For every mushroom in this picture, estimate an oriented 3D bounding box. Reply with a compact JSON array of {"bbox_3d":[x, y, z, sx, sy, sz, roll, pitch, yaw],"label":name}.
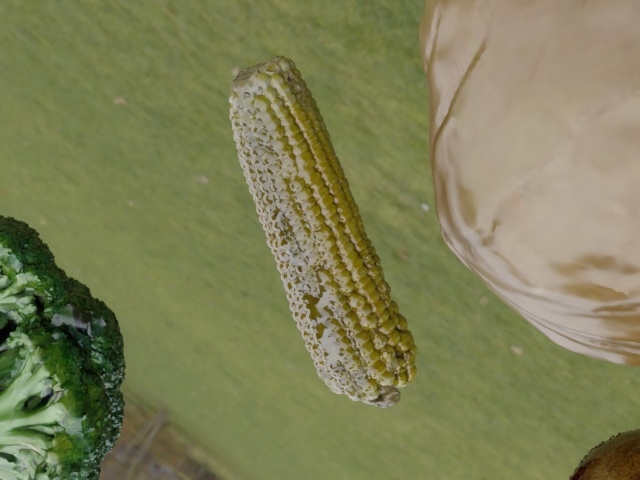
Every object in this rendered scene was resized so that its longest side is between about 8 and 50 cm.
[{"bbox_3d":[0.210,0.182,0.754,0.087,0.127,0.127,38,171,42],"label":"mushroom"}]

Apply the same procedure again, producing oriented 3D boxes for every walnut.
[{"bbox_3d":[0.239,-0.107,0.648,0.308,0.397,0.354,57,-170,11],"label":"walnut"}]

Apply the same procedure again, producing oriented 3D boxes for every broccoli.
[{"bbox_3d":[-0.290,0.122,0.899,0.254,0.269,0.269,56,172,19],"label":"broccoli"}]

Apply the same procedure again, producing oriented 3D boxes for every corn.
[{"bbox_3d":[0.000,0.000,0.982,0.097,0.097,0.320,8,122,62],"label":"corn"}]
